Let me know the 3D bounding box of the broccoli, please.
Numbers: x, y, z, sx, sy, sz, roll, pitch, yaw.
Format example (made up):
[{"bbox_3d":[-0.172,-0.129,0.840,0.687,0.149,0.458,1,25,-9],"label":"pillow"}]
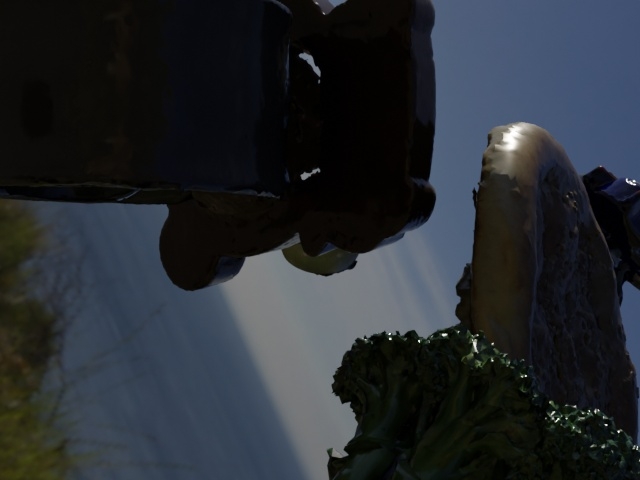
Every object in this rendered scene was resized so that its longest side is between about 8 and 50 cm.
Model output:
[{"bbox_3d":[0.073,0.137,0.664,0.156,0.195,0.195,10,45,-48],"label":"broccoli"}]

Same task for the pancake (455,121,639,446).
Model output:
[{"bbox_3d":[0.192,0.097,1.116,0.382,0.071,0.382,-7,90,-65],"label":"pancake"}]

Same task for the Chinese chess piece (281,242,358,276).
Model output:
[{"bbox_3d":[0.000,0.000,1.377,0.084,0.084,0.034,-119,-151,-49],"label":"Chinese chess piece"}]

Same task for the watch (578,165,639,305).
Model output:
[{"bbox_3d":[0.276,0.030,1.532,0.171,0.200,0.196,40,-10,50],"label":"watch"}]

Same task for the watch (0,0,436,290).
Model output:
[{"bbox_3d":[-0.123,-0.111,1.066,0.335,0.327,0.314,1,-90,42],"label":"watch"}]
